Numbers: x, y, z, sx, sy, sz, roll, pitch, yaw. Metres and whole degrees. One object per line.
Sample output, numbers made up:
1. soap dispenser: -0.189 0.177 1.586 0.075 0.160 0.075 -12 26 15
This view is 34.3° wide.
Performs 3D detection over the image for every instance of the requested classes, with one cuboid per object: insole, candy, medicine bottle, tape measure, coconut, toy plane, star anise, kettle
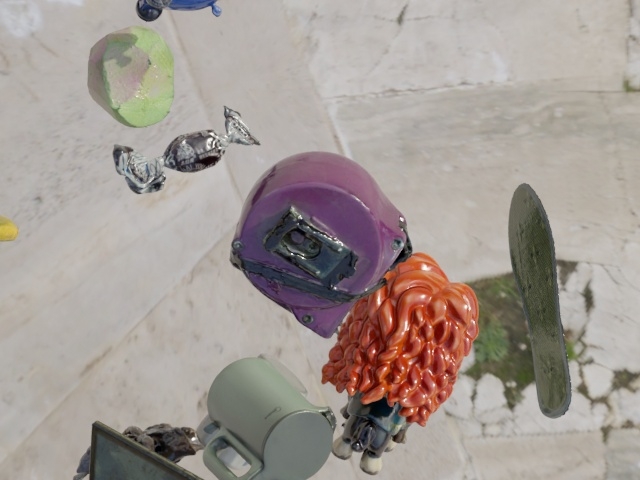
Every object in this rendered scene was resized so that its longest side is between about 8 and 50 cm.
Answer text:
1. insole: 0.285 0.073 1.359 0.007 0.109 0.322 3 68 -19
2. candy: -0.194 -0.135 1.518 0.226 0.051 0.094 -20 93 -27
3. medicine bottle: -0.110 0.273 1.653 0.105 0.105 0.168 39 95 -9
4. tape measure: 0.000 0.000 1.490 0.245 0.149 0.231 32 119 -12
5. coconut: -0.164 -0.146 0.904 0.082 0.081 0.083 -48 136 4
6. toy plane: -0.147 -0.204 0.794 0.167 0.054 0.062 -1 89 -19
7. star anise: -0.320 0.359 1.776 0.262 0.230 0.081 -17 86 24
8. kettle: -0.067 0.206 1.167 0.127 0.148 0.098 -7 110 -26

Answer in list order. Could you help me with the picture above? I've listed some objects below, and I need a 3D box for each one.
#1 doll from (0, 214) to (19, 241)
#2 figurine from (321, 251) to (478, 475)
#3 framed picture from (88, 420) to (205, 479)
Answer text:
1. doll: -0.305 -0.038 0.780 0.102 0.179 0.089 -45 56 -13
2. figurine: 0.135 0.227 1.853 0.241 0.411 0.306 35 56 24
3. framed picture: -0.241 0.449 1.538 0.265 0.016 0.347 25 125 20
